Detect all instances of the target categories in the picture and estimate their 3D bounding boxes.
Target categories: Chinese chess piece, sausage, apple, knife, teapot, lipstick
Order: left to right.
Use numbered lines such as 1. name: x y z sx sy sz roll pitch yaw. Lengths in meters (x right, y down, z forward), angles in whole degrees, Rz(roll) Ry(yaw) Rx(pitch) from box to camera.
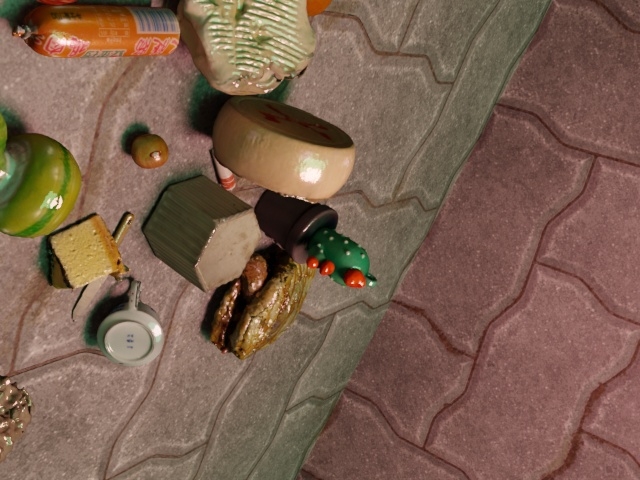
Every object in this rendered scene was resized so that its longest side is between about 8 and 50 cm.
1. sausage: -0.393 -0.368 1.277 0.312 0.093 0.093 -21 137 -51
2. knife: -0.501 0.067 1.676 0.298 0.017 0.047 -60 160 6
3. teapot: -0.463 0.211 1.791 0.159 0.159 0.232 -22 128 -50
4. apple: -0.364 -0.192 1.544 0.084 0.084 0.071 -30 127 -43
5. lipstick: -0.241 -0.180 1.815 0.038 0.038 0.131 -44 152 -24
6. Chinese chess piece: -0.086 -0.219 1.695 0.338 0.338 0.141 -10 127 -56

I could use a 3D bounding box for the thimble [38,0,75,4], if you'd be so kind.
1. thimble: -0.333 -0.504 0.954 0.230 0.350 0.350 -39 149 -30

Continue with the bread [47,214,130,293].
1. bread: -0.513 0.031 1.567 0.147 0.127 0.152 -27 109 -42

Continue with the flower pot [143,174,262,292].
1. flower pot: -0.282 -0.017 1.759 0.239 0.189 0.209 -58 153 4

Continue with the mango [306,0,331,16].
1. mango: -0.054 -0.592 1.558 0.175 0.139 0.254 -62 149 -19

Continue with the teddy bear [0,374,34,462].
1. teddy bear: -0.727 0.306 1.293 0.357 0.224 0.368 -19 128 -15

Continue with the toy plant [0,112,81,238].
1. toy plant: -0.560 -0.132 1.186 0.224 0.184 0.316 -39 147 13

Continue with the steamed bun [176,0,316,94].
1. steamed bun: -0.165 -0.440 1.484 0.268 0.207 0.280 -33 116 -25

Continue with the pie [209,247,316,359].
1. pie: -0.153 0.193 2.247 0.418 0.180 0.395 -11 129 -65

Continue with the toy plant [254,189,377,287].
1. toy plant: 0.004 0.004 2.036 0.185 0.400 0.279 -50 154 -8
